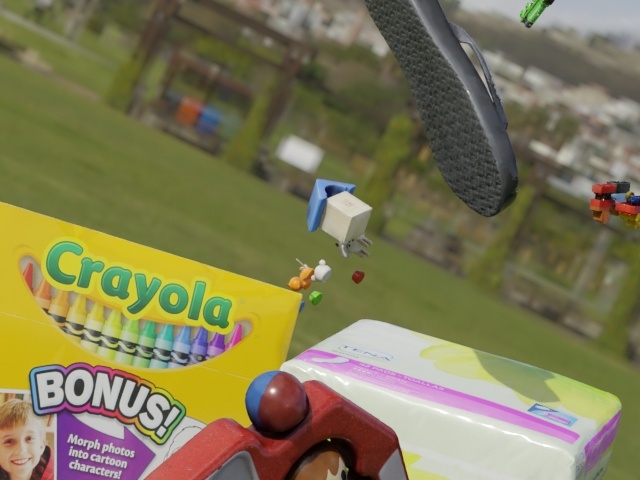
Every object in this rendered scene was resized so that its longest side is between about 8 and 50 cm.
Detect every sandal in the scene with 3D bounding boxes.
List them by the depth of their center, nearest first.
[{"bbox_3d":[0.114,-0.142,1.636,0.054,0.254,0.097,-15,-19,-25],"label":"sandal"}]

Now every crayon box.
[{"bbox_3d":[-0.225,0.154,1.896,0.363,0.313,0.106,18,-5,-32],"label":"crayon box"}]

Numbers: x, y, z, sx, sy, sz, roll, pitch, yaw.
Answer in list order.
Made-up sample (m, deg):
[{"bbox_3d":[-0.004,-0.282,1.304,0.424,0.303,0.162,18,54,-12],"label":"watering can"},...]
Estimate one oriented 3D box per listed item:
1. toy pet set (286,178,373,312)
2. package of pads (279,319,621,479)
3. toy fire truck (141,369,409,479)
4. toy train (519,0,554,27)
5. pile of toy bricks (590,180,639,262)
[{"bbox_3d":[0.000,0.000,2.039,0.065,0.114,0.122,33,33,25],"label":"toy pet set"},{"bbox_3d":[0.122,0.169,1.828,0.296,0.101,0.229,17,14,17],"label":"package of pads"},{"bbox_3d":[-0.051,0.238,1.554,0.169,0.302,0.254,31,-31,39],"label":"toy fire truck"},{"bbox_3d":[0.237,-0.257,2.038,0.017,0.083,0.023,14,45,-24],"label":"toy train"},{"bbox_3d":[0.441,-0.018,2.517,0.212,0.105,0.118,-3,13,-41],"label":"pile of toy bricks"}]
